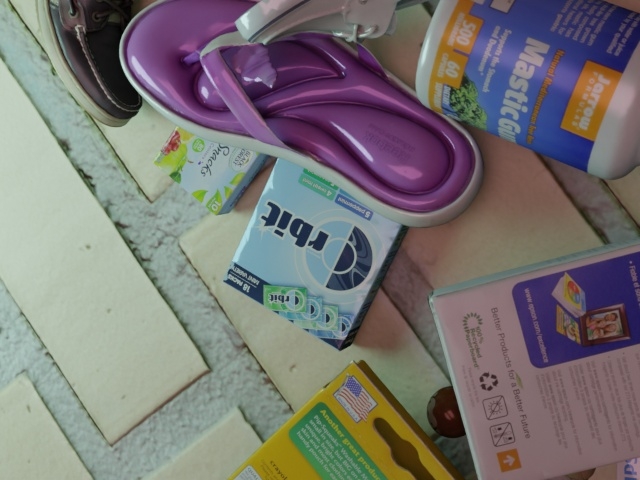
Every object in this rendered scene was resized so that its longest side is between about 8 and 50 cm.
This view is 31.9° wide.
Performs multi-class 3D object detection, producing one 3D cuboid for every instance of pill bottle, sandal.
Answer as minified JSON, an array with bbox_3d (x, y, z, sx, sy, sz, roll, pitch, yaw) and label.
[{"bbox_3d":[0.239,-0.147,1.037,0.272,0.152,0.152,25,104,18],"label":"pill bottle"},{"bbox_3d":[-0.021,-0.158,1.140,0.416,0.102,0.169,25,78,13],"label":"sandal"}]

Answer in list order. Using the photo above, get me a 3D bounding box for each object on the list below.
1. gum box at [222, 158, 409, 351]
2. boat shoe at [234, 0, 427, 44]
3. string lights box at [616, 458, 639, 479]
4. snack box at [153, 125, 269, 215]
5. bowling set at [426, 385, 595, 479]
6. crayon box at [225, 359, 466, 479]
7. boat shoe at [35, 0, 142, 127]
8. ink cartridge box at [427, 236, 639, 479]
[{"bbox_3d":[0.000,0.000,1.205,0.157,0.041,0.184,30,106,16],"label":"gum box"},{"bbox_3d":[0.046,-0.236,1.091,0.258,0.095,0.084,-25,95,-8],"label":"boat shoe"},{"bbox_3d":[0.408,0.213,1.018,0.260,0.133,0.076,0,96,22],"label":"string lights box"},{"bbox_3d":[-0.106,-0.113,1.236,0.100,0.037,0.141,39,106,12],"label":"snack box"},{"bbox_3d":[0.190,0.194,1.090,0.200,0.154,0.287,-10,91,22],"label":"bowling set"},{"bbox_3d":[0.029,0.270,1.155,0.203,0.083,0.323,49,128,10],"label":"crayon box"},{"bbox_3d":[-0.257,-0.269,1.248,0.092,0.103,0.285,-24,81,27],"label":"boat shoe"},{"bbox_3d":[0.292,0.082,0.945,0.371,0.069,0.175,-15,93,9],"label":"ink cartridge box"}]
